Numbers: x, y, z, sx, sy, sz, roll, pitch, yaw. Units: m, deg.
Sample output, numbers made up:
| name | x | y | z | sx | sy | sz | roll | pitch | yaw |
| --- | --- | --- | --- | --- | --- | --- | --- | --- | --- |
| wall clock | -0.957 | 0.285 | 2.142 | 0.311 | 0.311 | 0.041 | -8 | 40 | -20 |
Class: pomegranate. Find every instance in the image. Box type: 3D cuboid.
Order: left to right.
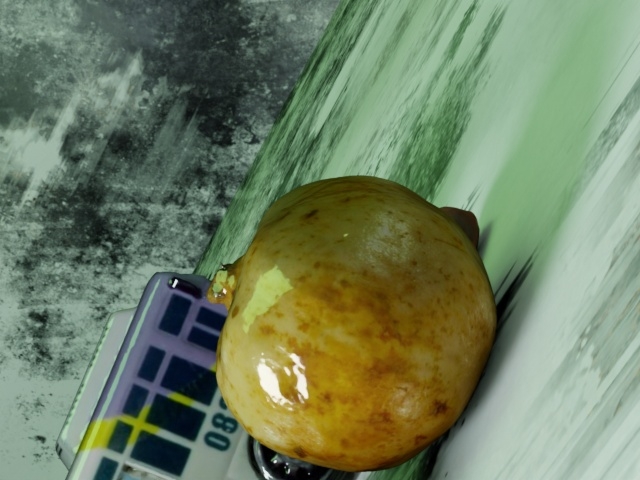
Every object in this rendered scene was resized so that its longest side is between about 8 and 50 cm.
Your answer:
| name | x | y | z | sx | sy | sz | roll | pitch | yaw |
| --- | --- | --- | --- | --- | --- | --- | --- | --- | --- |
| pomegranate | 0.021 | 0.065 | 1.442 | 0.248 | 0.248 | 0.248 | -62 | 10 | 19 |

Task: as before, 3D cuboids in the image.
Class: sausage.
| name | x | y | z | sx | sy | sz | roll | pitch | yaw |
| --- | --- | --- | --- | --- | --- | --- | --- | --- | --- |
| sausage | 0.109 | 0.012 | 1.615 | 0.054 | 0.059 | 0.094 | -40 | 24 | 56 |

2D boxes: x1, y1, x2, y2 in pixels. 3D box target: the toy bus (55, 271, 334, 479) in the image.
| name | x | y | z | sx | sy | sz | roll | pitch | yaw |
| --- | --- | --- | --- | --- | --- | --- | --- | --- | --- |
| toy bus | -0.139 | 0.249 | 1.712 | 0.209 | 0.249 | 0.439 | 119 | 173 | -74 |
